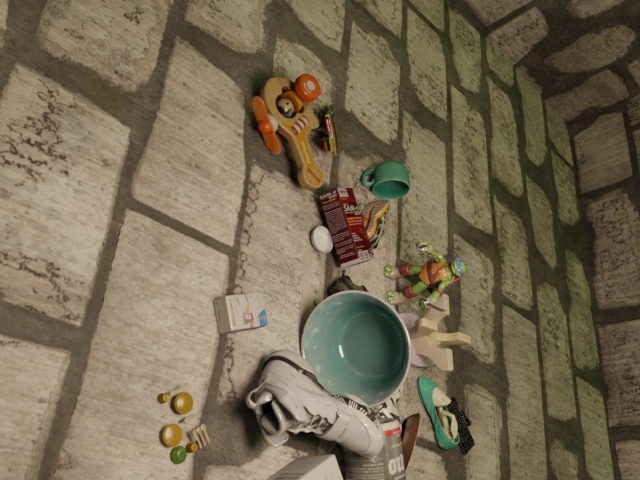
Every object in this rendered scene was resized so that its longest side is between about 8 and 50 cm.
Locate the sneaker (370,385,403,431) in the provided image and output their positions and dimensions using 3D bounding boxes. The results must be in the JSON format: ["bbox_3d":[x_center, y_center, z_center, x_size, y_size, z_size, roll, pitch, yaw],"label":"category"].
[{"bbox_3d":[0.156,0.485,1.789,0.153,0.094,0.235,26,64,-28],"label":"sneaker"}]

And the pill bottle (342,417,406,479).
[{"bbox_3d":[0.146,0.627,1.647,0.161,0.161,0.284,4,77,-47],"label":"pill bottle"}]

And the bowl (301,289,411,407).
[{"bbox_3d":[0.119,0.293,1.705,0.163,0.311,0.312,12,63,-66],"label":"bowl"}]

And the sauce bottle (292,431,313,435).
[{"bbox_3d":[-0.023,0.486,1.624,0.128,0.042,0.042,4,71,-49],"label":"sauce bottle"}]

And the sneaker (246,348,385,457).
[{"bbox_3d":[-0.017,0.436,1.495,0.365,0.137,0.210,39,27,2],"label":"sneaker"}]

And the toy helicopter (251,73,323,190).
[{"bbox_3d":[-0.086,-0.316,1.837,0.234,0.140,0.355,-17,86,-44],"label":"toy helicopter"}]

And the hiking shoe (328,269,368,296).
[{"bbox_3d":[0.127,0.193,1.882,0.227,0.086,0.114,51,47,-18],"label":"hiking shoe"}]

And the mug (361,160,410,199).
[{"bbox_3d":[0.234,-0.221,2.147,0.157,0.129,0.098,25,53,-38],"label":"mug"}]

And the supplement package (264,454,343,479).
[{"bbox_3d":[-0.065,0.621,1.448,0.244,0.133,0.139,-17,86,-49],"label":"supplement package"}]

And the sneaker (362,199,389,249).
[{"bbox_3d":[0.182,-0.057,2.067,0.083,0.084,0.215,60,43,-30],"label":"sneaker"}]

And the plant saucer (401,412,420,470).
[{"bbox_3d":[0.241,0.591,1.793,0.036,0.199,0.199,18,50,7],"label":"plant saucer"}]

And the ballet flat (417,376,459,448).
[{"bbox_3d":[0.395,0.554,2.016,0.083,0.087,0.248,-14,84,-49],"label":"ballet flat"}]

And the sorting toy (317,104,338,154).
[{"bbox_3d":[0.021,-0.347,1.991,0.274,0.046,0.132,-80,159,-68],"label":"sorting toy"}]

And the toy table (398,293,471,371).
[{"bbox_3d":[0.358,0.312,2.027,0.274,0.160,0.252,11,66,-44],"label":"toy table"}]

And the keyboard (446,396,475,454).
[{"bbox_3d":[0.485,0.630,2.132,0.108,0.023,0.180,-26,94,-50],"label":"keyboard"}]

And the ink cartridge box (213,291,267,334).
[{"bbox_3d":[-0.200,0.182,1.557,0.122,0.052,0.089,-2,75,-47],"label":"ink cartridge box"}]

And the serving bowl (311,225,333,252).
[{"bbox_3d":[0.000,0.000,1.873,0.083,0.027,0.083,23,57,-40],"label":"serving bowl"}]

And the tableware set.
[{"bbox_3d":[-0.311,0.404,1.364,0.104,0.024,0.154,-24,93,-46],"label":"tableware set"}]

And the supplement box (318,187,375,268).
[{"bbox_3d":[0.082,-0.042,1.927,0.130,0.073,0.240,-9,80,-64],"label":"supplement box"}]

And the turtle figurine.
[{"bbox_3d":[0.309,0.111,1.977,0.274,0.266,0.198,-35,100,-49],"label":"turtle figurine"}]
